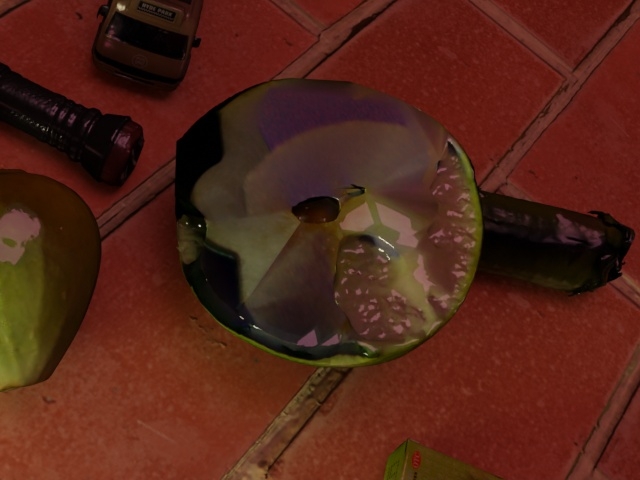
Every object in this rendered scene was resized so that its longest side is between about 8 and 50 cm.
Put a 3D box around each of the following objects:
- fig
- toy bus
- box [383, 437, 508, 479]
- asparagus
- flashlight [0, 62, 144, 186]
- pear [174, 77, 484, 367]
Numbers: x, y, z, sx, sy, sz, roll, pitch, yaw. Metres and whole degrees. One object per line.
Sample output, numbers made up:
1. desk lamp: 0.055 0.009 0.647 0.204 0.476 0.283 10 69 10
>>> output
1. fig: -0.344 0.037 1.124 0.207 0.207 0.230 19 85 -13
2. toy bus: -0.222 -0.357 1.468 0.139 0.157 0.290 18 52 -13
3. box: 0.143 0.378 1.194 0.175 0.062 0.260 24 51 -9
4. asparagus: 0.258 -0.006 1.482 0.381 0.128 0.108 11 19 -17
5. flashlight: -0.340 -0.153 1.325 0.232 0.093 0.093 26 50 0
6. pear: 0.003 0.002 1.306 0.398 0.165 0.399 4 56 -7
